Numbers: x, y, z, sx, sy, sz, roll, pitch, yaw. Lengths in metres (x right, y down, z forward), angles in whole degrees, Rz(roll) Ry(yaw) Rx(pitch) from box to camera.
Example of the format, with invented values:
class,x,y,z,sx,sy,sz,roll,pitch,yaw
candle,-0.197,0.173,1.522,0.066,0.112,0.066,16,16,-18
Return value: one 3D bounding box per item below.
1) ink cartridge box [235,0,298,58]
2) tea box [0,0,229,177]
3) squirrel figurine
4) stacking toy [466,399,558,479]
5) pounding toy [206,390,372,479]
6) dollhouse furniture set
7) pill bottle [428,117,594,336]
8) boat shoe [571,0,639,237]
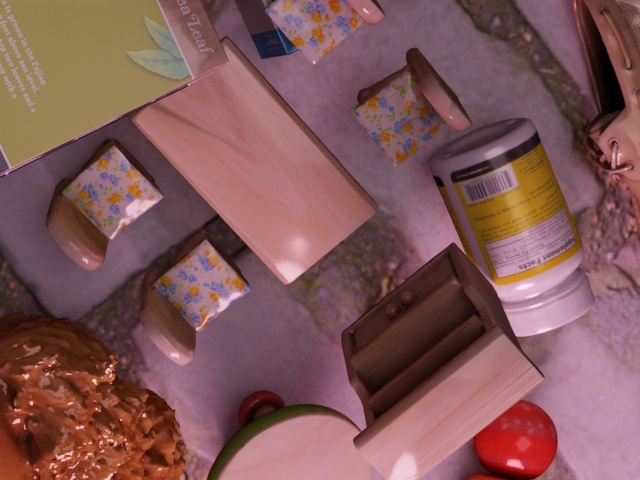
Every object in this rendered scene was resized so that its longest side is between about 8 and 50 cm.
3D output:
class,x,y,z,sx,sy,sz,roll,pitch,yaw
ink cartridge box,-0.038,-0.266,1.644,0.092,0.090,0.143,-29,103,-14
tea box,-0.298,-0.176,1.442,0.323,0.329,0.220,-27,101,-15
squirrel figurine,-0.290,0.277,1.516,0.397,0.281,0.370,-30,109,-11
stacking toy,0.180,0.331,1.745,0.141,0.141,0.330,12,85,-18
pounding toy,-0.037,0.240,1.681,0.183,0.110,0.237,-47,129,0
dollhouse furniture set,0.000,0.000,1.534,0.362,0.256,0.394,-40,107,9
pill bottle,0.204,-0.013,1.726,0.119,0.119,0.208,-26,102,-14
boat shoe,0.337,-0.113,1.769,0.110,0.121,0.341,-9,86,-13
